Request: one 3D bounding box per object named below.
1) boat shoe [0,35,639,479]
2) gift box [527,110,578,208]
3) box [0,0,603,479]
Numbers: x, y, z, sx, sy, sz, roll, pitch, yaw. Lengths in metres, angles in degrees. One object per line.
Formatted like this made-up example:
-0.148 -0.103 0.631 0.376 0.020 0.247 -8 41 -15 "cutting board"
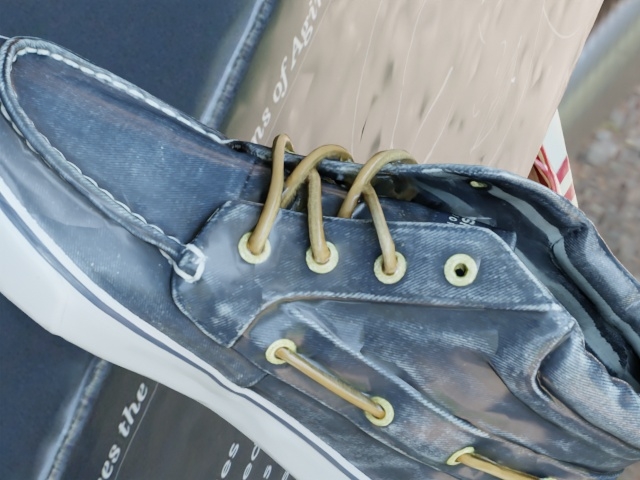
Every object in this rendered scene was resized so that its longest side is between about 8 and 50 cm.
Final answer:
0.000 0.000 0.411 0.183 0.065 0.083 38 126 -19 "boat shoe"
0.058 0.038 1.325 0.276 0.258 0.255 -60 140 -46 "gift box"
-0.092 -0.063 0.857 0.297 0.472 0.480 22 82 16 "box"
